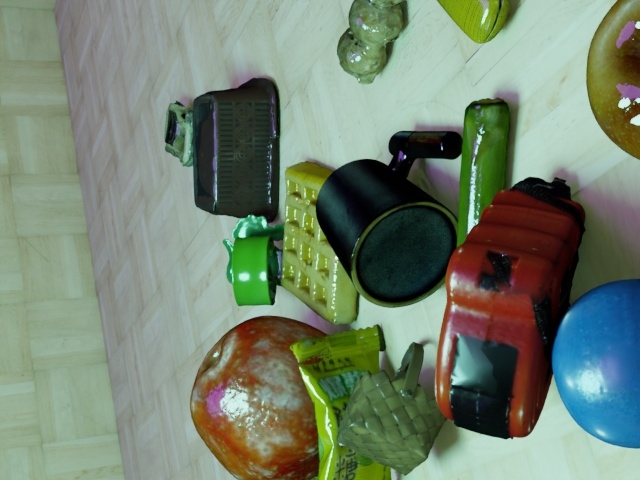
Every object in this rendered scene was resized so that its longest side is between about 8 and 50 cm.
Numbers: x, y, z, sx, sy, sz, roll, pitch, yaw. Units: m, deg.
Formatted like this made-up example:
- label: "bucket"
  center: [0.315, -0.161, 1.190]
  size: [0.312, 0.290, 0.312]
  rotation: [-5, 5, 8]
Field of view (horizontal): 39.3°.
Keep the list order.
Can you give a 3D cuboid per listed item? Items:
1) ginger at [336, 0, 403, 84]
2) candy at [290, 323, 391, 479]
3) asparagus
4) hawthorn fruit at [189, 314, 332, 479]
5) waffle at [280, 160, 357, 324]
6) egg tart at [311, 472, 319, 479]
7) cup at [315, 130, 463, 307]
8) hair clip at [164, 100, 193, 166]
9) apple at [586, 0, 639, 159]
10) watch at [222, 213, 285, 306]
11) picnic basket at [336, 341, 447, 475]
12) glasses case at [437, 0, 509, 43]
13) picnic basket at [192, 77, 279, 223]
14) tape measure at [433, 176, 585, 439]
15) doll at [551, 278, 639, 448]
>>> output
- label: "ginger"
  center: [0.080, -0.334, 1.340]
  size: [0.204, 0.080, 0.104]
  rotation: [115, 147, -47]
- label: "candy"
  center: [0.049, 0.284, 1.368]
  size: [0.081, 0.187, 0.297]
  rotation: [-18, 79, 47]
- label: "asparagus"
  center: [0.205, -0.043, 1.149]
  size: [0.067, 0.060, 0.277]
  rotation: [13, 105, 52]
- label: "hawthorn fruit"
  center: [-0.076, 0.265, 1.500]
  size: [0.284, 0.285, 0.284]
  rotation: [13, 104, 62]
- label: "waffle"
  center: [0.000, 0.000, 1.562]
  size: [0.221, 0.055, 0.247]
  rotation: [29, 118, 59]
- label: "egg tart"
  center: [-0.034, 0.481, 1.612]
  size: [0.294, 0.123, 0.293]
  rotation: [12, 103, 61]
- label: "cup"
  center: [0.118, -0.041, 1.279]
  size: [0.166, 0.239, 0.177]
  rotation: [53, 180, -34]
- label: "hair clip"
  center: [-0.302, -0.248, 2.101]
  size: [0.321, 0.091, 0.138]
  rotation: [-139, 51, -68]
- label: "apple"
  center: [0.329, -0.154, 0.778]
  size: [0.201, 0.162, 0.201]
  rotation: [177, 90, -65]
- label: "watch"
  center: [-0.129, 0.039, 1.687]
  size: [0.152, 0.131, 0.165]
  rotation: [-53, -37, -79]
- label: "picnic basket"
  center: [0.115, 0.231, 1.297]
  size: [0.128, 0.138, 0.178]
  rotation: [116, 179, -54]
- label: "glasses case"
  center: [0.174, -0.347, 1.167]
  size: [0.234, 0.064, 0.079]
  rotation: [63, 147, 38]
- label: "picnic basket"
  center: [-0.181, -0.182, 1.819]
  size: [0.222, 0.129, 0.296]
  rotation: [-166, 75, -64]
- label: "tape measure"
  center: [0.210, 0.083, 0.981]
  size: [0.114, 0.253, 0.260]
  rotation: [11, 114, 21]
- label: "doll"
  center: [0.339, 0.092, 0.829]
  size: [0.257, 0.161, 0.215]
  rotation: [-29, 53, 43]
